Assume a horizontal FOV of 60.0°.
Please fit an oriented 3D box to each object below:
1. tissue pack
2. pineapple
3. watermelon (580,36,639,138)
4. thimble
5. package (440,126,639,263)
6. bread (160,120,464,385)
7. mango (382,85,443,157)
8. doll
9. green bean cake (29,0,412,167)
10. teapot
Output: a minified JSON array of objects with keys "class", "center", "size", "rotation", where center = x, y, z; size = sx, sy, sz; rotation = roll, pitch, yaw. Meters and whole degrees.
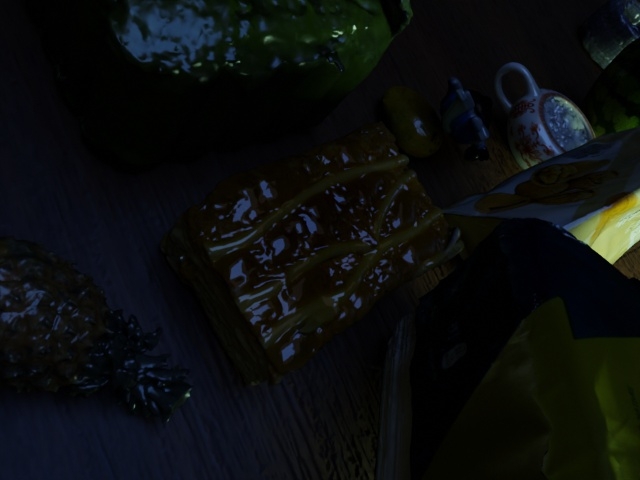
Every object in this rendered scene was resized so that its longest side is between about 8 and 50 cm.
[{"class":"tissue pack","center":[0.189,0.224,0.424],"size":[0.264,0.253,0.417],"rotation":[31,39,-13]},{"class":"pineapple","center":[-0.185,0.082,0.425],"size":[0.197,0.108,0.108],"rotation":[39,51,-25]},{"class":"watermelon","center":[0.572,-0.201,0.904],"size":[0.285,0.285,0.285],"rotation":[14,60,-25]},{"class":"thimble","center":[0.636,-0.436,1.179],"size":[0.150,0.097,0.150],"rotation":[13,61,-25]},{"class":"package","center":[0.344,-0.018,0.698],"size":[0.311,0.221,0.165],"rotation":[-26,104,-17]},{"class":"bread","center":[0.000,0.000,0.566],"size":[0.274,0.114,0.185],"rotation":[-29,83,-36]},{"class":"mango","center":[0.123,-0.164,0.760],"size":[0.078,0.057,0.114],"rotation":[-20,70,-33]},{"class":"doll","center":[0.197,-0.162,0.740],"size":[0.096,0.070,0.195],"rotation":[66,14,15]},{"class":"green bean cake","center":[-0.114,-0.264,0.564],"size":[0.319,0.218,0.335],"rotation":[-24,78,-37]},{"class":"teapot","center":[0.354,-0.170,0.867],"size":[0.245,0.116,0.159],"rotation":[46,65,-7]}]
